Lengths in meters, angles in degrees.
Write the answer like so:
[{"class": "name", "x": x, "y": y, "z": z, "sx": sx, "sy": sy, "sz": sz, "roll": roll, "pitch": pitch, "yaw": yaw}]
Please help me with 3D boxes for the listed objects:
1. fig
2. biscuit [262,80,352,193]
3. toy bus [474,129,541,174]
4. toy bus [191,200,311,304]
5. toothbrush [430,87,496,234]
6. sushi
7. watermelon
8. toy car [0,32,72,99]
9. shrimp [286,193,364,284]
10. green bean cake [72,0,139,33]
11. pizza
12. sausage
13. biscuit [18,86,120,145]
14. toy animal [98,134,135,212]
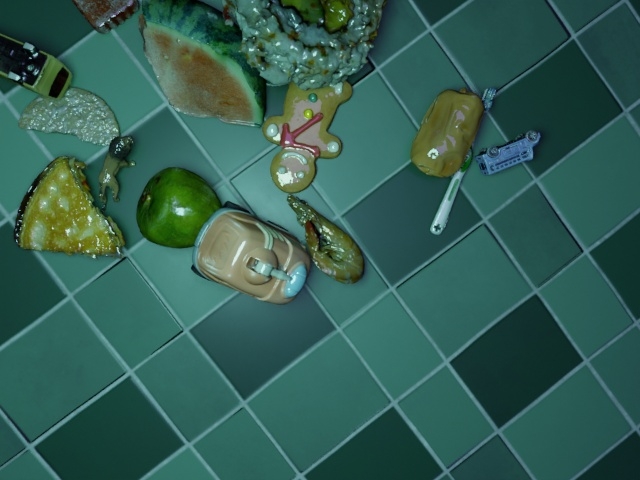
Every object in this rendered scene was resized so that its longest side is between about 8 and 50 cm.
[{"class": "fig", "x": -0.316, "y": -0.069, "z": 1.238, "sx": 0.235, "sy": 0.203, "sz": 0.203, "roll": 15, "pitch": 91, "yaw": -42}, {"class": "biscuit", "x": -0.039, "y": -0.288, "z": 1.291, "sx": 0.216, "sy": 0.047, "sz": 0.339, "roll": 20, "pitch": 90, "yaw": -4}, {"class": "toy bus", "x": 0.505, "y": -0.234, "z": 1.322, "sx": 0.167, "sy": 0.073, "sz": 0.076, "roll": -21, "pitch": 96, "yaw": 0}, {"class": "toy bus", "x": -0.146, "y": 0.044, "z": 1.170, "sx": 0.288, "sy": 0.232, "sz": 0.194, "roll": 28, "pitch": 87, "yaw": -40}, {"class": "toothbrush", "x": 0.383, "y": -0.211, "z": 1.335, "sx": 0.042, "sy": 0.040, "sz": 0.418, "roll": 21, "pitch": 94, "yaw": -3}, {"class": "sushi", "x": -0.040, "y": -0.563, "z": 1.181, "sx": 0.417, "sy": 0.176, "sz": 0.417, "roll": 4, "pitch": 80, "yaw": -22}, {"class": "watermelon", "x": -0.282, "y": -0.454, "z": 1.185, "sx": 0.292, "sy": 0.222, "sz": 0.319, "roll": 2, "pitch": 91, "yaw": 0}, {"class": "toy car", "x": -0.738, "y": -0.430, "z": 1.194, "sx": 0.257, "sy": 0.124, "sz": 0.101, "roll": 25, "pitch": 87, "yaw": 12}, {"class": "shrimp", "x": 0.000, "y": 0.000, "z": 1.267, "sx": 0.287, "sy": 0.063, "sz": 0.152, "roll": 44, "pitch": 46, "yaw": 1}, {"class": "green bean cake", "x": -0.540, "y": -0.605, "z": 1.237, "sx": 0.136, "sy": 0.056, "sz": 0.135, "roll": -37, "pitch": 93, "yaw": -3}, {"class": "pizza", "x": -0.605, "y": -0.080, "z": 1.223, "sx": 0.288, "sy": 0.074, "sz": 0.251, "roll": 9, "pitch": 97, "yaw": 3}, {"class": "sausage", "x": 0.330, "y": -0.281, "z": 1.283, "sx": 0.136, "sy": 0.120, "sz": 0.241, "roll": 28, "pitch": 89, "yaw": -16}, {"class": "biscuit", "x": -0.626, "y": -0.320, "z": 1.251, "sx": 0.250, "sy": 0.032, "sz": 0.133, "roll": 11, "pitch": 89, "yaw": -4}, {"class": "toy animal", "x": -0.522, "y": -0.170, "z": 1.248, "sx": 0.069, "sy": 0.086, "sz": 0.219, "roll": 21, "pitch": 108, "yaw": -2}]
